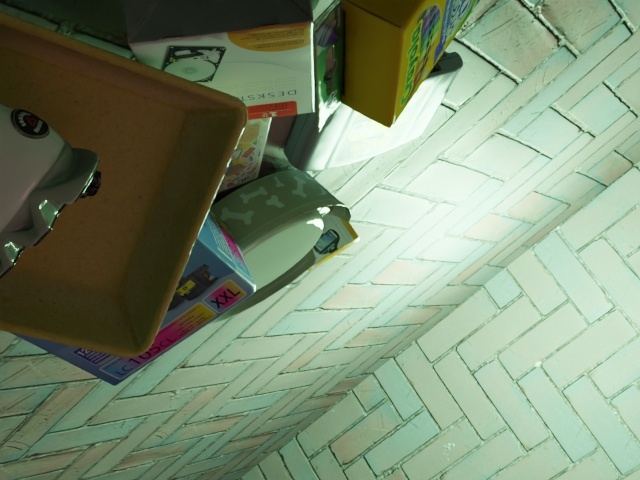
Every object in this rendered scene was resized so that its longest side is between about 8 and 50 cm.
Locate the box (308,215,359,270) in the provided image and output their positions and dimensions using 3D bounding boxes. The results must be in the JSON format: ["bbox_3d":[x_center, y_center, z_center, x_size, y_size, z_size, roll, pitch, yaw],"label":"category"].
[{"bbox_3d":[0.000,0.000,1.637,0.136,0.081,0.028,-31,159,-4],"label":"box"}]

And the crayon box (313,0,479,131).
[{"bbox_3d":[0.113,-0.283,0.998,0.323,0.083,0.203,-55,166,-20],"label":"crayon box"}]

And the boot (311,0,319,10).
[{"bbox_3d":[-0.084,-0.299,0.904,0.190,0.076,0.208,-26,165,-12],"label":"boot"}]

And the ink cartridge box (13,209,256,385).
[{"bbox_3d":[-0.297,0.012,1.081,0.270,0.151,0.395,-35,144,4],"label":"ink cartridge box"}]

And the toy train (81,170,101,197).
[{"bbox_3d":[-0.294,-0.065,0.791,0.158,0.027,0.036,9,125,-19],"label":"toy train"}]

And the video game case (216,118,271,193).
[{"bbox_3d":[-0.169,-0.130,1.191,0.206,0.026,0.227,-23,157,-25],"label":"video game case"}]

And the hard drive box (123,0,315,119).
[{"bbox_3d":[-0.099,-0.212,0.891,0.181,0.089,0.232,-8,168,-1],"label":"hard drive box"}]

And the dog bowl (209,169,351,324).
[{"bbox_3d":[-0.116,0.011,1.427,0.349,0.102,0.348,-32,164,-10],"label":"dog bowl"}]

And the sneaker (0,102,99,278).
[{"bbox_3d":[-0.358,-0.004,0.744,0.146,0.122,0.330,37,110,-25],"label":"sneaker"}]

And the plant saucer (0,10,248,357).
[{"bbox_3d":[-0.289,-0.061,0.855,0.333,0.081,0.332,17,113,-23],"label":"plant saucer"}]

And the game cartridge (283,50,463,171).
[{"bbox_3d":[0.086,-0.209,1.352,0.294,0.060,0.196,-20,159,-30],"label":"game cartridge"}]
